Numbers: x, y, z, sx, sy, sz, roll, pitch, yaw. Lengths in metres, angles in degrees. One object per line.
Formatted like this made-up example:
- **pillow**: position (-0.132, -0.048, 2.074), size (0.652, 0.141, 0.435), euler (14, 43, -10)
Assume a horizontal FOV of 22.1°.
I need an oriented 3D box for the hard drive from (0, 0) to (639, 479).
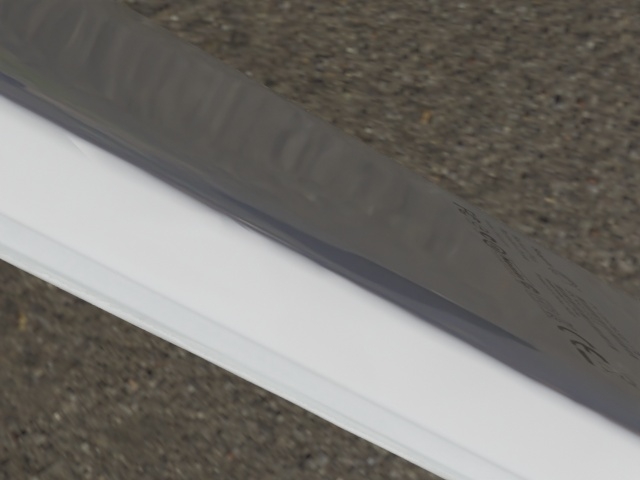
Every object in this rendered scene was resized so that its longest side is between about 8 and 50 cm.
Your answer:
- **hard drive**: position (0.000, 0.000, 0.521), size (0.353, 0.233, 0.047), euler (29, 101, -18)
